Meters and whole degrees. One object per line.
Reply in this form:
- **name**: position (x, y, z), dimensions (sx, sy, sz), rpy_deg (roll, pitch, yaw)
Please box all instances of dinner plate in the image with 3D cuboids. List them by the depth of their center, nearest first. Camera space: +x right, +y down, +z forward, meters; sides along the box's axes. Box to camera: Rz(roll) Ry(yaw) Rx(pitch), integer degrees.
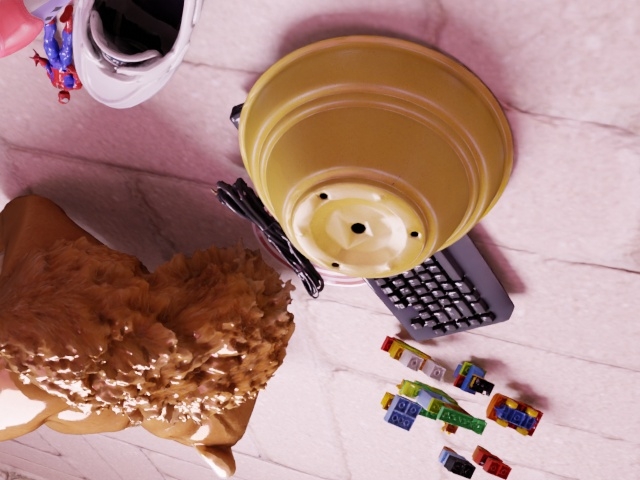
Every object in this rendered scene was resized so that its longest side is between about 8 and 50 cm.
- **dinner plate**: position (0.000, 0.000, 0.797), dimensions (0.141, 0.017, 0.141), rpy_deg (16, 149, 10)

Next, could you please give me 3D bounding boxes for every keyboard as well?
- **keyboard**: position (0.024, -0.006, 0.729), dimensions (0.201, 0.033, 0.317), rpy_deg (-14, 131, 35)

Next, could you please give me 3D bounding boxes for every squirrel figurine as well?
- **squirrel figurine**: position (-0.198, 0.137, 0.897), dimensions (0.370, 0.281, 0.397), rpy_deg (34, 152, -30)

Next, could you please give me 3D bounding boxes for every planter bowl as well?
- **planter bowl**: position (0.034, -0.036, 0.606), dimensions (0.217, 0.090, 0.217), rpy_deg (8, 138, 7)

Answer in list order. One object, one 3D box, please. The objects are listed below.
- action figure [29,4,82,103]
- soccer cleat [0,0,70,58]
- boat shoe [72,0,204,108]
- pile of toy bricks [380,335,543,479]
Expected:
- **action figure**: position (-0.226, -0.157, 0.695), dimensions (0.038, 0.030, 0.115), rpy_deg (18, 151, -1)
- **soccer cleat**: position (-0.283, -0.195, 0.620), dimensions (0.248, 0.095, 0.083), rpy_deg (25, 142, 40)
- **boat shoe**: position (-0.138, -0.159, 0.578), dimensions (0.095, 0.084, 0.258), rpy_deg (30, 148, -11)
- **pile of toy bricks**: position (0.140, 0.188, 0.929), dimensions (0.212, 0.118, 0.105), rpy_deg (26, -178, -23)
